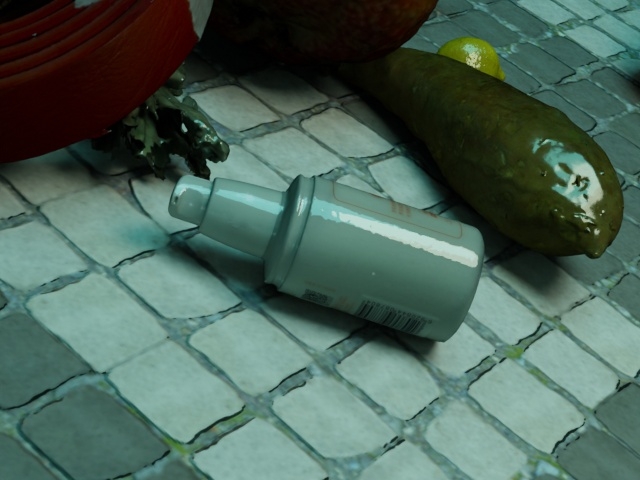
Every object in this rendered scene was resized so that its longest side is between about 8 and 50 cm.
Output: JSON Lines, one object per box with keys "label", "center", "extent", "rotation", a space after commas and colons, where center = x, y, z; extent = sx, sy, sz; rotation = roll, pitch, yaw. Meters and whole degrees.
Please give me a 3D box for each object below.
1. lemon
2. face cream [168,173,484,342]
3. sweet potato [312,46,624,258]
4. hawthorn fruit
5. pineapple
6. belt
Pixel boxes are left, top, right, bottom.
{"label": "lemon", "center": [0.169, -0.197, 1.438], "extent": [0.092, 0.065, 0.065], "rotation": [12, 35, -18]}
{"label": "face cream", "center": [0.000, 0.000, 1.026], "extent": [0.251, 0.101, 0.101], "rotation": [18, 34, -8]}
{"label": "sweet potato", "center": [0.153, -0.108, 1.259], "extent": [0.130, 0.131, 0.422], "rotation": [-6, 36, -37]}
{"label": "hawthorn fruit", "center": [-0.003, -0.356, 1.267], "extent": [0.284, 0.284, 0.369], "rotation": [11, 77, -18]}
{"label": "pineapple", "center": [-0.180, -0.199, 1.157], "extent": [0.175, 0.175, 0.361], "rotation": [-7, 52, -37]}
{"label": "belt", "center": [-0.226, -0.192, 1.009], "extent": [0.323, 0.115, 0.227], "rotation": [-25, 67, -7]}
